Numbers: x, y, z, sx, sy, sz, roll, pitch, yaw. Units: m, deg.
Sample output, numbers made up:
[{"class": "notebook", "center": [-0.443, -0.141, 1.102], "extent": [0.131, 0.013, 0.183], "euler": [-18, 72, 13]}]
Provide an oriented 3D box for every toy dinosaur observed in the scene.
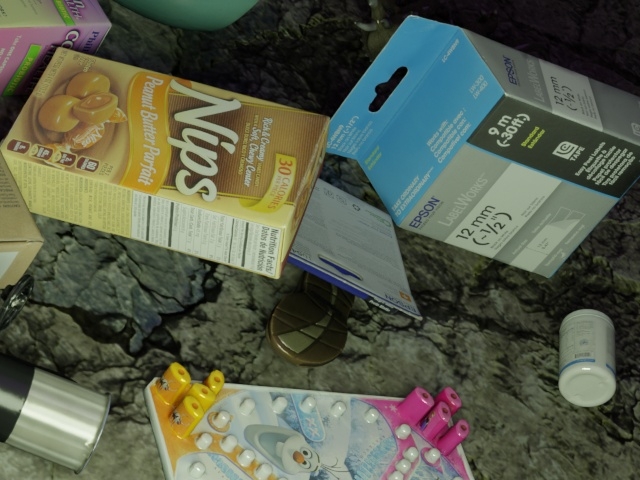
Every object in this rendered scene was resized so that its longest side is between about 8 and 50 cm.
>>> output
[{"class": "toy dinosaur", "center": [0.168, -0.268, 2.546], "extent": [0.313, 0.121, 0.160], "euler": [26, 51, -22]}]

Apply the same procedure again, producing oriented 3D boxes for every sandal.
[{"class": "sandal", "center": [-0.017, 0.090, 2.054], "extent": [0.090, 0.060, 0.219], "euler": [38, 23, -7]}]

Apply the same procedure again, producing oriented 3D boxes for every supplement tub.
[{"class": "supplement tub", "center": [0.325, 0.144, 2.256], "extent": [0.071, 0.071, 0.107], "euler": [27, 38, -13]}]

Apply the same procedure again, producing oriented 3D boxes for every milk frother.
[{"class": "milk frother", "center": [-0.261, 0.124, 1.746], "extent": [0.135, 0.143, 0.129], "euler": [23, 33, -15]}]

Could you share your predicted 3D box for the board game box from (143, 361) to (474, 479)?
[{"class": "board game box", "center": [0.040, 0.302, 1.881], "extent": [0.390, 0.050, 0.390], "euler": [8, 46, -33]}]

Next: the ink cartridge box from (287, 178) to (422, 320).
[{"class": "ink cartridge box", "center": [0.000, 0.000, 2.114], "extent": [0.223, 0.045, 0.224], "euler": [27, 25, -23]}]

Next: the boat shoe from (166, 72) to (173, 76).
[{"class": "boat shoe", "center": [-0.156, -0.078, 2.103], "extent": [0.068, 0.081, 0.228], "euler": [-23, 73, -1]}]

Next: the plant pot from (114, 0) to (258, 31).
[{"class": "plant pot", "center": [-0.168, -0.395, 2.259], "extent": [0.235, 0.293, 0.293], "euler": [38, 34, -26]}]

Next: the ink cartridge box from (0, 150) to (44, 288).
[{"class": "ink cartridge box", "center": [-0.421, -0.043, 1.835], "extent": [0.234, 0.088, 0.193], "euler": [-2, 54, -41]}]

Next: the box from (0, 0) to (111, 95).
[{"class": "box", "center": [-0.398, -0.275, 2.071], "extent": [0.243, 0.117, 0.213], "euler": [-9, 57, -43]}]

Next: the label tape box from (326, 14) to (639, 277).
[{"class": "label tape box", "center": [0.201, -0.111, 2.271], "extent": [0.347, 0.249, 0.115], "euler": [17, 42, -25]}]

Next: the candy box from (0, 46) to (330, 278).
[{"class": "candy box", "center": [-0.166, -0.086, 1.983], "extent": [0.316, 0.087, 0.183], "euler": [14, 47, 6]}]
